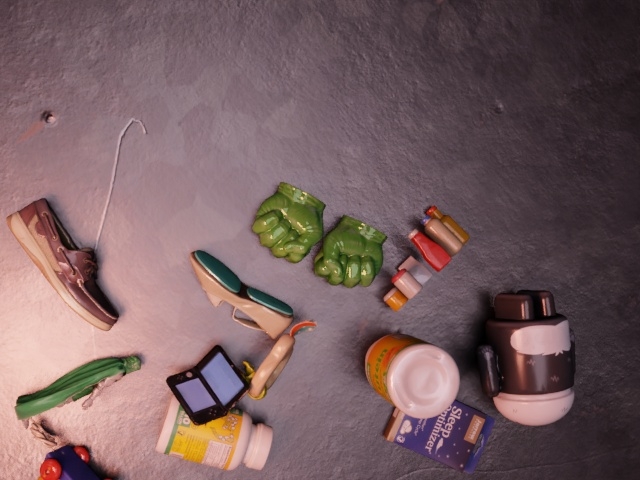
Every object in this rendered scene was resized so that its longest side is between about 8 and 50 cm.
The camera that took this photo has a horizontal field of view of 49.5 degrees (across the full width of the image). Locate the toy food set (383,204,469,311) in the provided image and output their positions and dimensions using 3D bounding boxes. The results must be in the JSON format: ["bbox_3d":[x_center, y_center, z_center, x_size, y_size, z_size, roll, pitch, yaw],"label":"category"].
[{"bbox_3d":[0.204,0.030,1.445,0.232,0.111,0.104,-44,85,-8],"label":"toy food set"}]

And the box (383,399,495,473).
[{"bbox_3d":[0.263,0.404,1.488,0.225,0.036,0.136,26,85,-11],"label":"box"}]

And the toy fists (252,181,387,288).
[{"bbox_3d":[0.000,0.000,1.410,0.279,0.096,0.142,27,85,-11],"label":"toy fists"}]

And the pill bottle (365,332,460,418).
[{"bbox_3d":[0.166,0.255,1.362,0.136,0.246,0.136,0,89,-11],"label":"pill bottle"}]

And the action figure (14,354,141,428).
[{"bbox_3d":[-0.453,0.277,1.317,0.232,0.137,0.063,-23,108,-19],"label":"action figure"}]

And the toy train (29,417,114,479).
[{"bbox_3d":[-0.515,0.456,1.315,0.248,0.105,0.143,41,100,13],"label":"toy train"}]

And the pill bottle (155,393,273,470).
[{"bbox_3d":[-0.205,0.379,1.354,0.208,0.117,0.117,18,86,-10],"label":"pill bottle"}]

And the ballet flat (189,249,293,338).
[{"bbox_3d":[-0.170,0.116,1.388,0.248,0.086,0.086,34,83,-10],"label":"ballet flat"}]

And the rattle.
[{"bbox_3d":[-0.112,0.203,1.375,0.143,0.130,0.199,38,113,27],"label":"rattle"}]

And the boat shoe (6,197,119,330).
[{"bbox_3d":[-0.472,0.044,1.316,0.092,0.103,0.285,-39,91,-4],"label":"boat shoe"}]

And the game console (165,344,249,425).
[{"bbox_3d":[-0.216,0.273,1.321,0.107,0.122,0.071,-11,137,-42],"label":"game console"}]

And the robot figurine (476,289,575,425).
[{"bbox_3d":[0.436,0.245,1.456,0.209,0.173,0.278,-6,91,12],"label":"robot figurine"}]
